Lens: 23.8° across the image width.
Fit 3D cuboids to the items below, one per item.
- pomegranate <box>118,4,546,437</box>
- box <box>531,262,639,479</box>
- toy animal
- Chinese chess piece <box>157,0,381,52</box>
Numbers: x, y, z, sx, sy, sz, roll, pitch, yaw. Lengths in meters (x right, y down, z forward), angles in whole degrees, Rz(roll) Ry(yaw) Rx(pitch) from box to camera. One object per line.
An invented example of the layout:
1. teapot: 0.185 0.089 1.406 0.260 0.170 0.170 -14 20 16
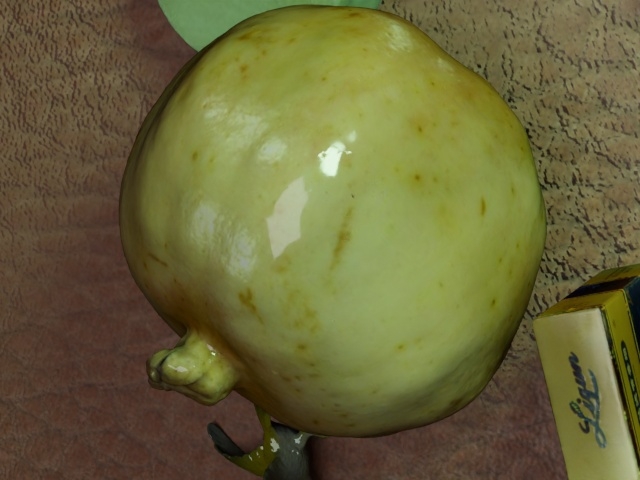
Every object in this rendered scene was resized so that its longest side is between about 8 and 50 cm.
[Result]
1. pomegranate: 0.000 0.000 1.367 0.412 0.411 0.411 5 101 26
2. box: 0.266 0.113 1.347 0.070 0.237 0.152 -12 93 24
3. toy animal: -0.021 0.234 1.598 0.155 0.219 0.095 24 93 -18
4. Chinese chess piece: -0.051 -0.288 1.508 0.250 0.101 0.250 5 101 26
